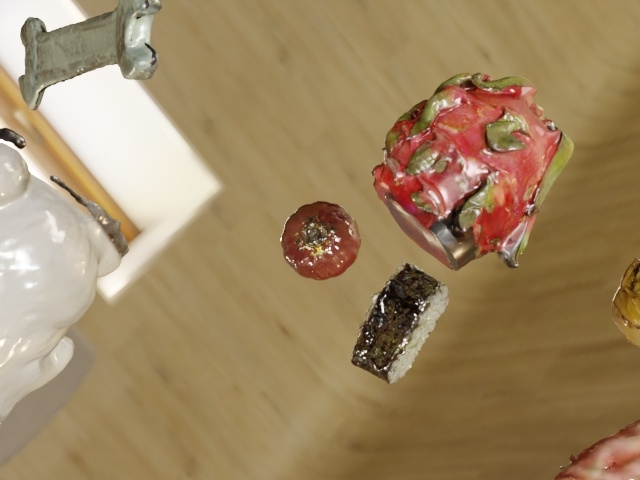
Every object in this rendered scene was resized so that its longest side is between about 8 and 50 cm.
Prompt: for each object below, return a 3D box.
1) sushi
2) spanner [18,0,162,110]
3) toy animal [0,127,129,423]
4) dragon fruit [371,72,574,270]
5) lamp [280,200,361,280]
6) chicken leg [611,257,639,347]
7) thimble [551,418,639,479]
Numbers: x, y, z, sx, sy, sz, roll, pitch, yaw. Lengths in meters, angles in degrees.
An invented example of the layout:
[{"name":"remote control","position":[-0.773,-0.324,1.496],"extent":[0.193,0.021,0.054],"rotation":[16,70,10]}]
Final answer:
[{"name":"sushi","position":[0.100,0.105,1.843],"extent":[0.150,0.078,0.090],"rotation":[-63,158,7]},{"name":"spanner","position":[-0.162,-0.127,0.970],"extent":[0.017,0.071,0.302],"rotation":[0,-177,-26]},{"name":"toy animal","position":[-0.356,0.095,1.451],"extent":[0.194,0.258,0.357],"rotation":[8,-121,36]},{"name":"dragon fruit","position":[0.144,-0.065,1.294],"extent":[0.172,0.166,0.160],"rotation":[-43,-171,-10]},{"name":"lamp","position":[0.000,0.000,1.805],"extent":[0.101,0.101,0.090],"rotation":[-38,161,3]},{"name":"chicken leg","position":[0.343,0.058,1.248],"extent":[0.101,0.207,0.085],"rotation":[-63,-149,26]},{"name":"thimble","position":[0.213,0.197,0.669],"extent":[0.239,0.162,0.239],"rotation":[-11,-143,8]}]
